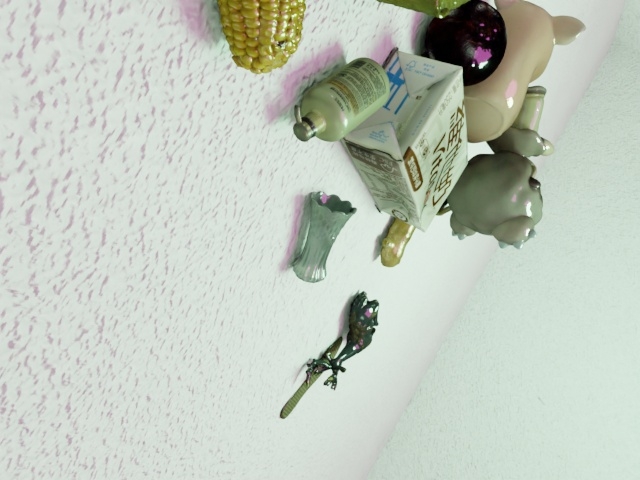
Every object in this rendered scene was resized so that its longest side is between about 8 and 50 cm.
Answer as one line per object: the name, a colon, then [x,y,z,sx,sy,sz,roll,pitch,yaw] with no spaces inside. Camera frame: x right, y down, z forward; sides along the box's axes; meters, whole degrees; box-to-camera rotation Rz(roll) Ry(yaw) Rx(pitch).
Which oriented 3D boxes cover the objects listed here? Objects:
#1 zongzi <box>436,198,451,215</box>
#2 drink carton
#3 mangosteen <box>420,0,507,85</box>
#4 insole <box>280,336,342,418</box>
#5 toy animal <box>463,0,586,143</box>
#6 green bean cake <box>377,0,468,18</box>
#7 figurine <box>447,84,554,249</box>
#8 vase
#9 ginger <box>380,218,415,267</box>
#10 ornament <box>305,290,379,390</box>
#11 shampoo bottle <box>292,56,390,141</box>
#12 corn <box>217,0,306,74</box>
zongzi: [0.402,-0.111,1.190,0.187,0.184,0.084,-49,154,-22]
drink carton: [0.177,-0.169,0.825,0.194,0.132,0.324,-57,153,-6]
mangosteen: [0.254,-0.352,0.789,0.152,0.152,0.152,-40,146,-35]
insole: [-0.018,0.349,1.111,0.253,0.005,0.086,-47,149,-24]
toy animal: [0.377,-0.355,0.921,0.213,0.195,0.256,99,16,-89]
green bean cake: [0.151,-0.415,0.523,0.236,0.124,0.233,-44,152,-43]
figurine: [0.435,-0.172,1.034,0.203,0.248,0.380,16,92,-32]
vase: [0.000,0.000,0.745,0.081,0.081,0.148,-16,131,-54]
ginger: [0.229,-0.067,1.071,0.118,0.065,0.299,27,91,-50]
ornament: [0.054,0.257,1.062,0.236,0.080,0.202,-35,142,-41]
shampoo bottle: [0.023,-0.186,0.602,0.162,0.079,0.079,-44,148,-29]
corn: [-0.048,-0.293,0.366,0.106,0.106,0.293,-39,147,-35]
